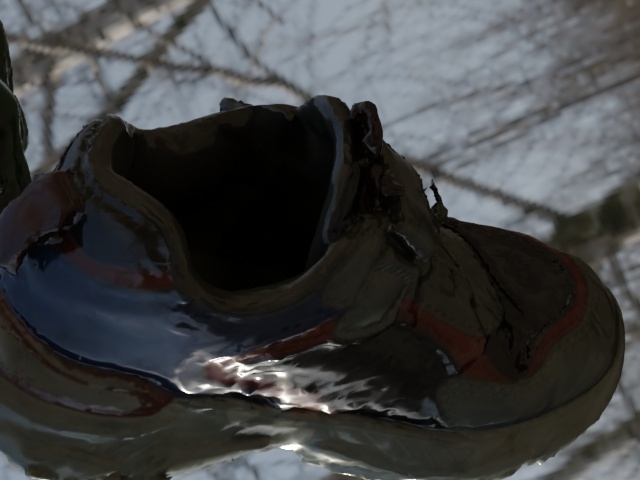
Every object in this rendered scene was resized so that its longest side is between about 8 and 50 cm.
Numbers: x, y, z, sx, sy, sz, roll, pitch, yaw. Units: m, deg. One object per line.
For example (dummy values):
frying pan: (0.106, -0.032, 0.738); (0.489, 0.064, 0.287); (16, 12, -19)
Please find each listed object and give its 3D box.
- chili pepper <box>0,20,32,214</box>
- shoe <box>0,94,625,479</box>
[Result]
chili pepper: (-0.173, -0.062, 0.728); (0.099, 0.136, 0.270); (39, -168, -34)
shoe: (0.000, 0.000, 0.531); (0.227, 0.125, 0.099); (-1, -143, -27)
